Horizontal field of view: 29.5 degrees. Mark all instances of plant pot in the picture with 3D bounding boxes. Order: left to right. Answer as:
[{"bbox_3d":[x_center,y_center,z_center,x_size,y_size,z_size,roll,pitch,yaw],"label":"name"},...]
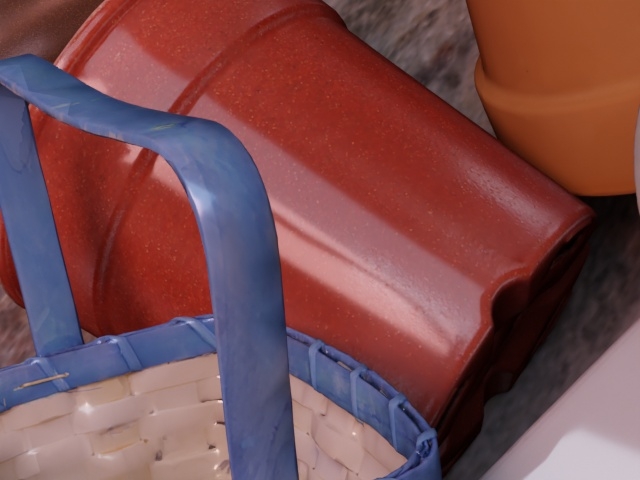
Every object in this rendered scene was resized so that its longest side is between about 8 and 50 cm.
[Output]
[{"bbox_3d":[-0.172,-0.181,0.910,0.165,0.167,0.167,-29,60,7],"label":"plant pot"},{"bbox_3d":[0.000,0.000,0.721,0.265,0.272,0.272,33,75,18],"label":"plant pot"},{"bbox_3d":[0.195,-0.192,0.716,0.291,0.203,0.291,-29,24,14],"label":"plant pot"}]

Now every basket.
[{"bbox_3d":[-0.074,0.075,0.507,0.201,0.289,0.255,-20,25,-23],"label":"basket"}]

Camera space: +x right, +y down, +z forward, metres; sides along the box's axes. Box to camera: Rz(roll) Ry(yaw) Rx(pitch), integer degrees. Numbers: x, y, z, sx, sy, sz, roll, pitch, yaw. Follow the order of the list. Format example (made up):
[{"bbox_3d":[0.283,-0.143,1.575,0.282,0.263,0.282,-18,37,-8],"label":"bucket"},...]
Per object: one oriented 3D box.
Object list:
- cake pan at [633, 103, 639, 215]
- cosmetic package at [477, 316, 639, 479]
[{"bbox_3d":[0.280,-0.023,0.504,0.293,0.054,0.293,-5,63,10],"label":"cake pan"},{"bbox_3d":[0.273,0.075,0.618,0.453,0.230,0.161,-43,62,-9],"label":"cosmetic package"}]
